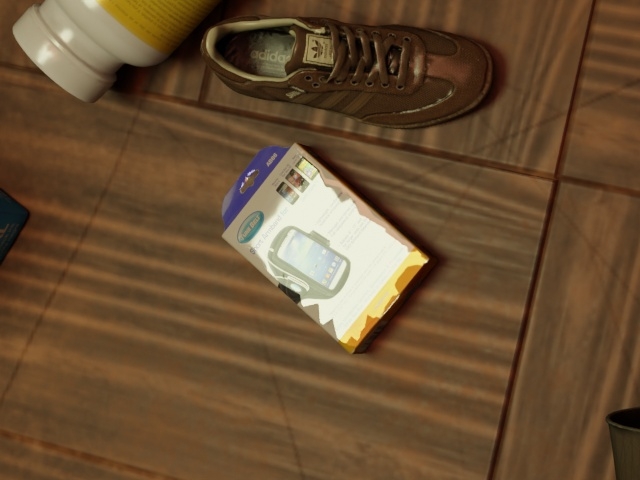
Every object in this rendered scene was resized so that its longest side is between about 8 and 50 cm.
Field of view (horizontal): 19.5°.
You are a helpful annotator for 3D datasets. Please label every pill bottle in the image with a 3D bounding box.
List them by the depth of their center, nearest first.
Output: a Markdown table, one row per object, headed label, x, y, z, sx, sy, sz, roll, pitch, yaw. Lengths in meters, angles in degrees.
| label | x | y | z | sx | sy | sz | roll | pitch | yaw |
| --- | --- | --- | --- | --- | --- | --- | --- | --- | --- |
| pill bottle | -0.113 | -0.180 | 1.216 | 0.184 | 0.103 | 0.103 | -45 | 74 | 11 |

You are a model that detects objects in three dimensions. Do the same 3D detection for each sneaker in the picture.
| label | x | y | z | sx | sy | sz | roll | pitch | yaw |
| --- | --- | --- | --- | --- | --- | --- | --- | --- | --- |
| sneaker | 0.013 | -0.109 | 1.185 | 0.188 | 0.071 | 0.066 | 4 | 88 | 20 |

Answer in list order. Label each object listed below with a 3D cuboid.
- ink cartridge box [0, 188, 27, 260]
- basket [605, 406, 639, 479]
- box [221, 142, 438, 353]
| label | x | y | z | sx | sy | sz | roll | pitch | yaw |
| --- | --- | --- | --- | --- | --- | --- | --- | --- | --- |
| ink cartridge box | -0.311 | -0.031 | 1.223 | 0.148 | 0.203 | 0.086 | 37 | 99 | 17 |
| basket | 0.256 | 0.212 | 1.042 | 0.204 | 0.154 | 0.226 | 1 | 92 | -11 |
| box | 0.000 | 0.000 | 1.208 | 0.136 | 0.028 | 0.081 | 42 | 101 | 19 |
